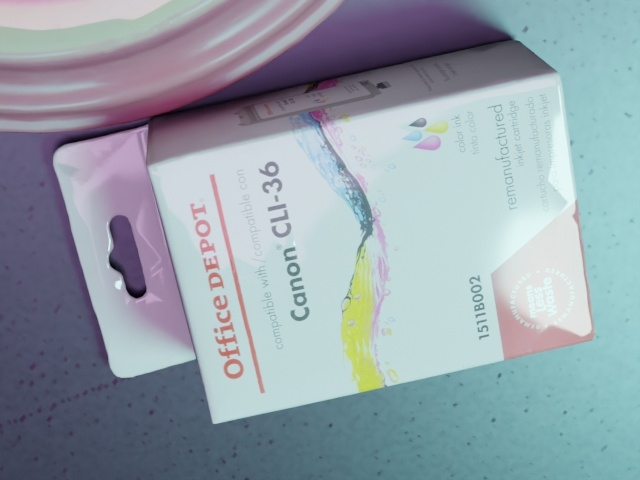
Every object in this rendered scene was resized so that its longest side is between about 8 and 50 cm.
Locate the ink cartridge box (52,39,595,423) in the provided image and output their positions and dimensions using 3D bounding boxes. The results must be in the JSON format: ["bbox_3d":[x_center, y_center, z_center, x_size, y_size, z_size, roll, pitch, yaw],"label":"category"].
[{"bbox_3d":[0.000,0.000,0.562,0.198,0.067,0.115,-13,111,-2],"label":"ink cartridge box"}]

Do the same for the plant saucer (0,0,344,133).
[{"bbox_3d":[-0.104,-0.191,0.473,0.332,0.084,0.332,-2,111,-6],"label":"plant saucer"}]
